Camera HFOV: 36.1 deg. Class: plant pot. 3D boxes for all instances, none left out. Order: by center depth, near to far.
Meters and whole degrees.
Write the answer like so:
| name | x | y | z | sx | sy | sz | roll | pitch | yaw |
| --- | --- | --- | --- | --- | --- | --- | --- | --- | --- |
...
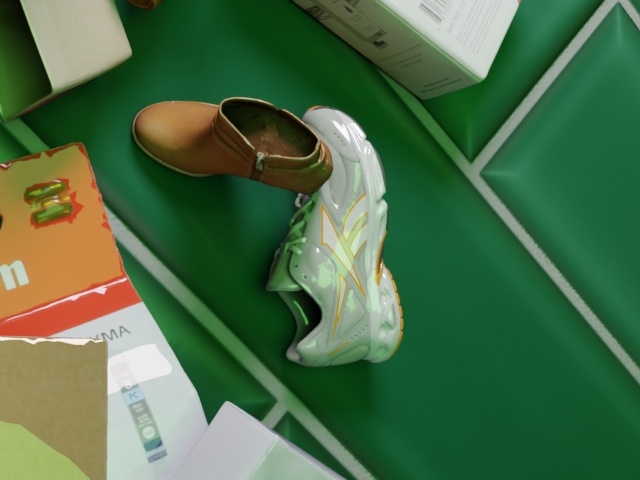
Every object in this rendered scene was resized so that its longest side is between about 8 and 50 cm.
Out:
| name | x | y | z | sx | sy | sz | roll | pitch | yaw |
| --- | --- | --- | --- | --- | --- | --- | --- | --- | --- |
| plant pot | -0.230 | -0.176 | 0.850 | 0.096 | 0.109 | 0.109 | -24 | 98 | -39 |

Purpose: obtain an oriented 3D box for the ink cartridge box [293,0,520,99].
| name | x | y | z | sx | sy | sz | roll | pitch | yaw |
| --- | --- | --- | --- | --- | --- | --- | --- | --- | --- |
| ink cartridge box | 0.073 | -0.312 | 1.005 | 0.283 | 0.117 | 0.207 | 34 | 72 | -22 |

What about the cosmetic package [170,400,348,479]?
| name | x | y | z | sx | sy | sz | roll | pitch | yaw |
| --- | --- | --- | --- | --- | --- | --- | --- | --- | --- |
| cosmetic package | -0.073 | 0.368 | 0.828 | 0.284 | 0.097 | 0.377 | 43 | 78 | -35 |

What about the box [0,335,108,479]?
| name | x | y | z | sx | sy | sz | roll | pitch | yaw |
| --- | --- | --- | --- | --- | --- | --- | --- | --- | --- |
| box | -0.268 | 0.154 | 0.765 | 0.201 | 0.021 | 0.164 | 4 | 70 | -22 |

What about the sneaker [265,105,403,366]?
| name | x | y | z | sx | sy | sz | roll | pitch | yaw |
| --- | --- | --- | --- | --- | --- | --- | --- | --- | --- |
| sneaker | 0.000 | 0.000 | 0.960 | 0.121 | 0.099 | 0.262 | -10 | 90 | -23 |

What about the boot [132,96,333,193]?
| name | x | y | z | sx | sy | sz | roll | pitch | yaw |
| --- | --- | --- | --- | --- | --- | --- | --- | --- | --- |
| boot | -0.082 | -0.096 | 0.863 | 0.197 | 0.152 | 0.073 | 13 | 84 | 3 |

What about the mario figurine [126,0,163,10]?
| name | x | y | z | sx | sy | sz | roll | pitch | yaw |
| --- | --- | --- | --- | --- | --- | --- | --- | --- | --- |
| mario figurine | -0.139 | -0.382 | 0.874 | 0.198 | 0.170 | 0.320 | 29 | 75 | -21 |

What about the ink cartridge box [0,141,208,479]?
| name | x | y | z | sx | sy | sz | roll | pitch | yaw |
| --- | --- | --- | --- | --- | --- | --- | --- | --- | --- |
| ink cartridge box | -0.265 | 0.135 | 0.812 | 0.308 | 0.091 | 0.385 | -20 | 97 | -27 |
